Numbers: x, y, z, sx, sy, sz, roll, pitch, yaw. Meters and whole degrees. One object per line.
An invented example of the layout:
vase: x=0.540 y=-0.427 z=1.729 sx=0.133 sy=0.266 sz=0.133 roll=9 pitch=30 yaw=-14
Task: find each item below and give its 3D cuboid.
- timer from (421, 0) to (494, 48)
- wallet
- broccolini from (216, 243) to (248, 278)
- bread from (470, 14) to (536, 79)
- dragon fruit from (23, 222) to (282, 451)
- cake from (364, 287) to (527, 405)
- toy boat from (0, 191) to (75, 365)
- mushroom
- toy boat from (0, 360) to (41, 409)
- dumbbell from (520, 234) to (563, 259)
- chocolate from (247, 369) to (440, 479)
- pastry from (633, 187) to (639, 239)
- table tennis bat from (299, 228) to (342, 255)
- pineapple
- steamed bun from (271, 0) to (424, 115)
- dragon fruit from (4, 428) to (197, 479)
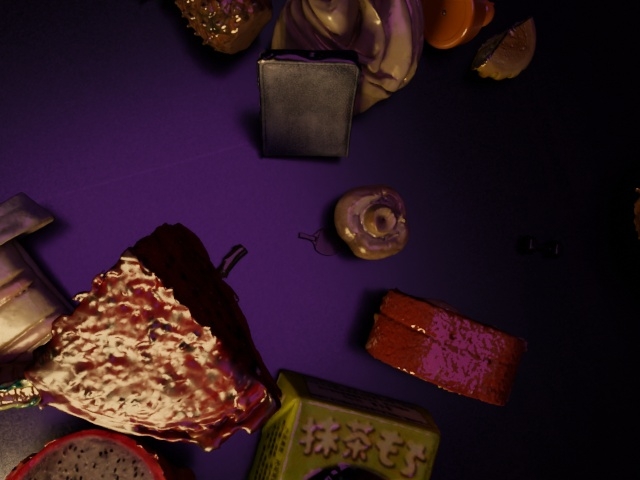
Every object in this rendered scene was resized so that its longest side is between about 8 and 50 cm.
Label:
timer: x=0.288 y=-0.447 z=1.153 sx=0.152 sy=0.132 sz=0.131 roll=-17 pitch=90 yaw=-38
wallet: x=-0.021 y=-0.227 z=0.999 sx=0.168 sy=0.222 sz=0.036 roll=-1 pitch=53 yaw=-3
broccolini: x=-0.153 y=0.141 z=1.025 sx=0.123 sy=0.062 sz=0.271 roll=18 pitch=80 yaw=-18
bread: x=0.377 y=-0.376 z=1.173 sx=0.094 sy=0.083 sz=0.157 roll=34 pitch=81 yaw=-12
dragon fruit: x=-0.230 y=0.178 z=0.924 sx=0.329 sy=0.228 sz=0.286 roll=41 pitch=98 yaw=-8
cake: x=0.229 y=0.188 z=1.049 sx=0.283 sy=0.177 sz=0.150 roll=24 pitch=81 yaw=-10
toy boat: x=-0.519 y=0.094 z=0.915 sx=0.276 sy=0.111 sz=0.293 roll=-17 pitch=100 yaw=-7
mushroom: x=0.095 y=-0.034 z=1.066 sx=0.148 sy=0.112 sz=0.147 roll=-1 pitch=92 yaw=-20
toy boat: x=-0.417 y=0.240 z=0.928 sx=0.293 sy=0.108 sz=0.099 roll=4 pitch=55 yaw=-14
dumbbell: x=0.448 y=0.014 z=1.186 sx=0.084 sy=0.040 sz=0.035 roll=10 pitch=115 yaw=-12
chocolate: x=0.039 y=0.405 z=1.007 sx=0.301 sy=0.137 sz=0.288 roll=18 pitch=82 yaw=-12
pastry: x=0.791 y=-0.005 z=1.107 sx=0.293 sy=0.405 sz=0.337 roll=-17 pitch=113 yaw=-17
table tennis bat: x=0.000 y=0.000 z=1.093 sx=0.083 sy=0.007 sz=0.050 roll=15 pitch=83 yaw=-14
pineapple: x=-0.231 y=-0.463 z=1.012 sx=0.170 sy=0.141 sz=0.310 roll=-44 pitch=89 yaw=12
steamed bun: x=0.065 y=-0.381 z=1.035 sx=0.289 sy=0.203 sz=0.275 roll=-29 pitch=95 yaw=-15
dragon fruit: x=-0.316 y=0.445 z=0.882 sx=0.306 sy=0.225 sz=0.305 roll=-4 pitch=63 yaw=8
